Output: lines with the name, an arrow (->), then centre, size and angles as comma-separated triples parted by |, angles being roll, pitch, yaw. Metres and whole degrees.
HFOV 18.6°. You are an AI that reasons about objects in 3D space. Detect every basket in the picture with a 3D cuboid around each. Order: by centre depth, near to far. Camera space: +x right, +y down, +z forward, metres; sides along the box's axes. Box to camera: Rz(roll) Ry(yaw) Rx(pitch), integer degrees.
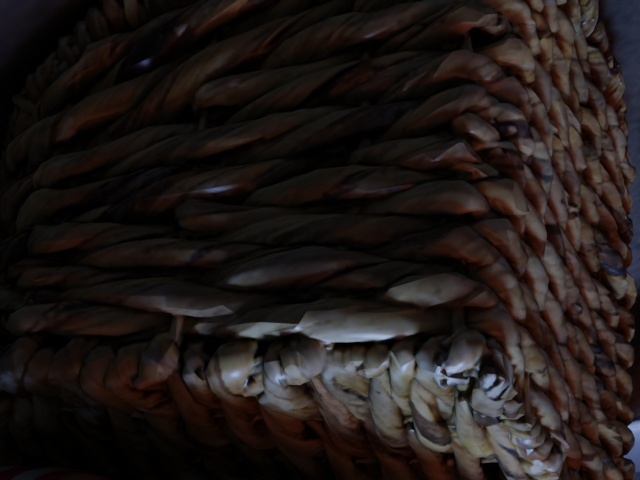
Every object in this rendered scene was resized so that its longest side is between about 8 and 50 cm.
basket -> 0.000, 0.000, 0.744 | 0.213, 0.223, 0.299 | -3, 156, 17

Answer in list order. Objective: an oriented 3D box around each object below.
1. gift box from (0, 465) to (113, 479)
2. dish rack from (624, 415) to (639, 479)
gift box -> -0.069, 0.219, 0.665 | 0.255, 0.258, 0.276 | 22, 162, -36
dish rack -> 0.056, 0.196, 1.058 | 0.332, 0.072, 0.285 | -10, 154, -26
